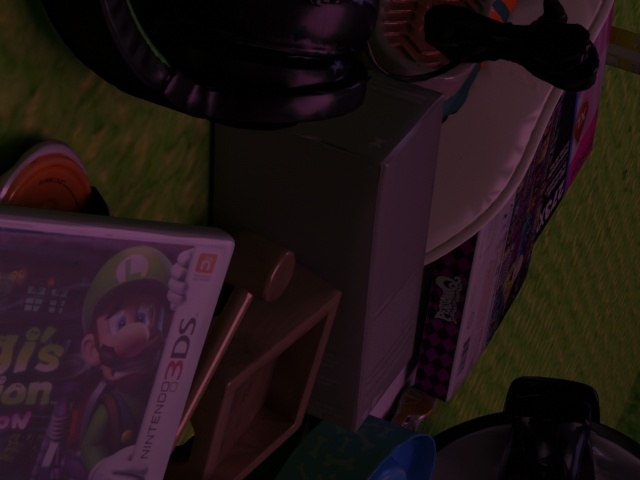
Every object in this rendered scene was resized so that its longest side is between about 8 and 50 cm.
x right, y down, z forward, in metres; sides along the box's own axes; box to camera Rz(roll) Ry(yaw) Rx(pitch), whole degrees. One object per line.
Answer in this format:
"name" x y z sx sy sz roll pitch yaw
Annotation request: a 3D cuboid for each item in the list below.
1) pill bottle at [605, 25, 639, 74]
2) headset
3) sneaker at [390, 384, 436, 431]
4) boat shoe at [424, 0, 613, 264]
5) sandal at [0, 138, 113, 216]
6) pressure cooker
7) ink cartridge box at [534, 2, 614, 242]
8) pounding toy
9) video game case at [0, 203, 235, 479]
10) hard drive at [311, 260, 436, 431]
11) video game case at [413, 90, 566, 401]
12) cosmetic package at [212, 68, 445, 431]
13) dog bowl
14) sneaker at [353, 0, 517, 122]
"pill bottle" 0.337 -0.217 1.815 0.043 0.083 0.043 -53 155 -38
"headset" 0.011 -0.163 0.867 0.394 0.185 0.243 23 88 -59
"sneaker" 0.077 0.164 1.465 0.083 0.032 0.037 -49 173 -44
"boat shoe" 0.124 -0.105 1.317 0.319 0.116 0.099 -54 -173 -3
"sandal" -0.127 0.058 0.882 0.102 0.076 0.265 -52 154 -39
"pressure cooker" 0.203 0.370 1.580 0.375 0.370 0.420 -33 158 -11
"ink cartridge box" 0.237 -0.125 1.685 0.176 0.069 0.371 -54 157 -37
"pounding toy" -0.076 0.064 0.982 0.181 0.094 0.206 -37 152 -47
"video game case" -0.144 0.068 0.794 0.190 0.022 0.173 6 108 -39
"hard drive" 0.093 0.083 1.532 0.353 0.047 0.233 -52 154 -41
"video game case" 0.155 -0.001 1.467 0.210 0.041 0.232 -50 154 -46
"cosmetic package" 0.000 0.000 1.089 0.107 0.127 0.238 -46 152 -48
"dog bowl" -0.018 0.268 1.317 0.297 0.074 0.166 -57 156 -7
"sneaker" 0.086 -0.171 1.202 0.302 0.108 0.121 -57 178 -45
